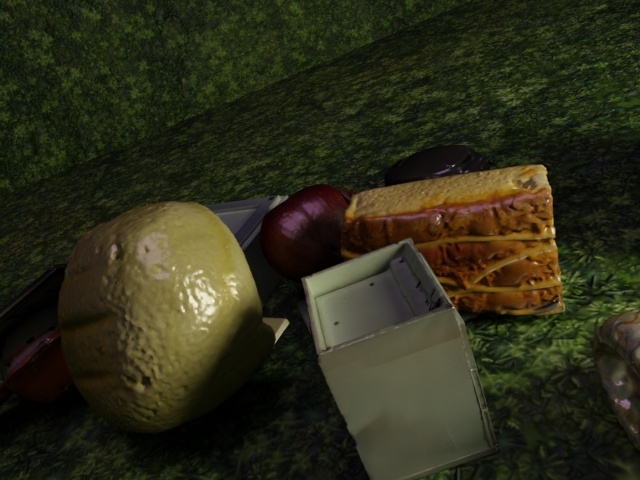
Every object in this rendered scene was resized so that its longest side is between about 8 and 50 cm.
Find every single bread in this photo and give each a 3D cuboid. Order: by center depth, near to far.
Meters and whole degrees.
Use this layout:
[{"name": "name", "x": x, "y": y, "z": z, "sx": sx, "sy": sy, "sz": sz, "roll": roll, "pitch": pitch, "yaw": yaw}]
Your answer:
[{"name": "bread", "x": 0.173, "y": 0.013, "z": 0.773, "sx": 0.275, "sy": 0.184, "sz": 0.114, "roll": -6, "pitch": 28, "yaw": 23}, {"name": "bread", "x": -0.225, "y": 0.102, "z": 0.792, "sx": 0.321, "sy": 0.320, "sz": 0.237, "roll": 8, "pitch": 24, "yaw": 41}]

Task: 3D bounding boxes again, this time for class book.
[{"name": "book", "x": -0.114, "y": 0.154, "z": 0.924, "sx": 0.111, "sy": 0.014, "sz": 0.077, "roll": -1, "pitch": 36, "yaw": 32}]

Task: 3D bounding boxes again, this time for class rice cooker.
[{"name": "rice cooker", "x": 0.217, "y": -0.104, "z": 1.044, "sx": 0.203, "sy": 0.118, "sz": 0.142, "roll": 8, "pitch": 39, "yaw": 43}]

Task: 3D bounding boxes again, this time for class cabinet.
[{"name": "cabinet", "x": 0.086, "y": 0.132, "z": 0.629, "sx": 0.150, "sy": 0.206, "sz": 0.145, "roll": -20, "pitch": 28, "yaw": 2}]

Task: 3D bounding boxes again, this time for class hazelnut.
[{"name": "hazelnut", "x": 0.000, "y": 0.000, "z": 0.954, "sx": 0.204, "sy": 0.177, "sz": 0.178, "roll": -2, "pitch": 13, "yaw": -40}]

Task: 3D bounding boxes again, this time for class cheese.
[{"name": "cheese", "x": -0.465, "y": 0.209, "z": 0.930, "sx": 0.329, "sy": 0.129, "sz": 0.217, "roll": -39, "pitch": -1, "yaw": -6}]

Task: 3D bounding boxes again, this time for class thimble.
[{"name": "thimble", "x": 0.359, "y": 0.136, "z": 0.525, "sx": 0.144, "sy": 0.137, "sz": 0.190, "roll": -17, "pitch": 43, "yaw": 2}]

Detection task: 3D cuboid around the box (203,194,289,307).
[{"name": "box", "x": -0.184, "y": 0.023, "z": 1.088, "sx": 0.225, "sy": 0.117, "sz": 0.225, "roll": -5, "pitch": 32, "yaw": 27}]

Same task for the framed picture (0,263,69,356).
[{"name": "framed picture", "x": -0.470, "y": 0.119, "z": 0.979, "sx": 0.265, "sy": 0.016, "sz": 0.347, "roll": -40, "pitch": 1, "yaw": 0}]

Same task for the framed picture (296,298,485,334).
[{"name": "framed picture", "x": 0.112, "y": 0.096, "z": 0.873, "sx": 0.275, "sy": 0.017, "sz": 0.217, "roll": -23, "pitch": 29, "yaw": -4}]
